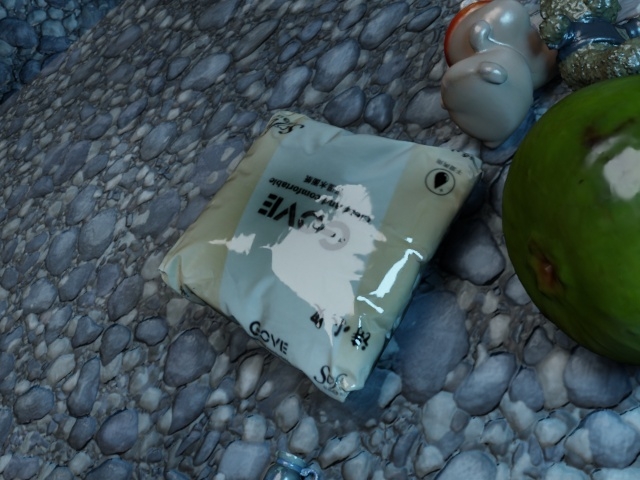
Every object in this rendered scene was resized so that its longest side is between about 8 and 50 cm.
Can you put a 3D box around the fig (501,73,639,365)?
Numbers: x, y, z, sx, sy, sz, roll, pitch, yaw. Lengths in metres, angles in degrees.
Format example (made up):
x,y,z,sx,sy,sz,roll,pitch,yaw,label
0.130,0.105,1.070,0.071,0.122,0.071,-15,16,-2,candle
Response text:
x,y,z,sx,sy,sz,roll,pitch,yaw,label
0.352,-0.036,0.866,0.316,0.316,0.316,-23,45,25,fig

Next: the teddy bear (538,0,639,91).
x,y,z,sx,sy,sz,roll,pitch,yaw,label
0.377,-0.258,1.139,0.129,0.181,0.251,-58,36,36,teddy bear

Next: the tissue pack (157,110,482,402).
x,y,z,sx,sy,sz,roll,pitch,yaw,label
0.000,0.000,1.208,0.375,0.195,0.390,20,71,34,tissue pack

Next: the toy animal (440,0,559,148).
x,y,z,sx,sy,sz,roll,pitch,yaw,label
0.251,-0.252,1.219,0.171,0.171,0.198,-10,49,35,toy animal

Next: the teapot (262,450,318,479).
x,y,z,sx,sy,sz,roll,pitch,yaw,label
-0.045,0.315,1.077,0.063,0.049,0.083,5,60,43,teapot
